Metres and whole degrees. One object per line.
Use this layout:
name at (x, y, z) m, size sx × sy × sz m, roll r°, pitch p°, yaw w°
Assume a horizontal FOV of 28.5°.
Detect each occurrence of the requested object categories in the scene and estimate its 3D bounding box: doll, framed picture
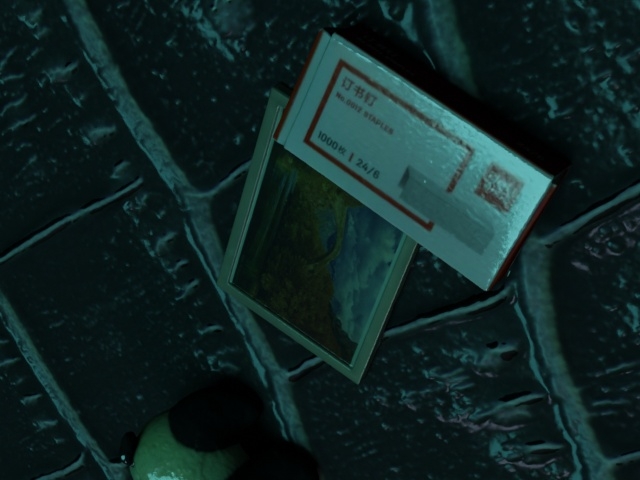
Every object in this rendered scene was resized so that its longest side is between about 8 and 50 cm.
doll at (-0.100, 0.265, 1.329) m, size 0.234 × 0.135 × 0.143 m, roll 45°, pitch 137°, yaw 2°
framed picture at (0.000, 0.000, 1.165) m, size 0.184 × 0.016 × 0.250 m, roll 35°, pitch 132°, yaw 17°

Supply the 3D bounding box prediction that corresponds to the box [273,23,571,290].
box at (0.078, -0.071, 1.026) m, size 0.229 × 0.050 × 0.123 m, roll 36°, pitch 123°, yaw 15°
